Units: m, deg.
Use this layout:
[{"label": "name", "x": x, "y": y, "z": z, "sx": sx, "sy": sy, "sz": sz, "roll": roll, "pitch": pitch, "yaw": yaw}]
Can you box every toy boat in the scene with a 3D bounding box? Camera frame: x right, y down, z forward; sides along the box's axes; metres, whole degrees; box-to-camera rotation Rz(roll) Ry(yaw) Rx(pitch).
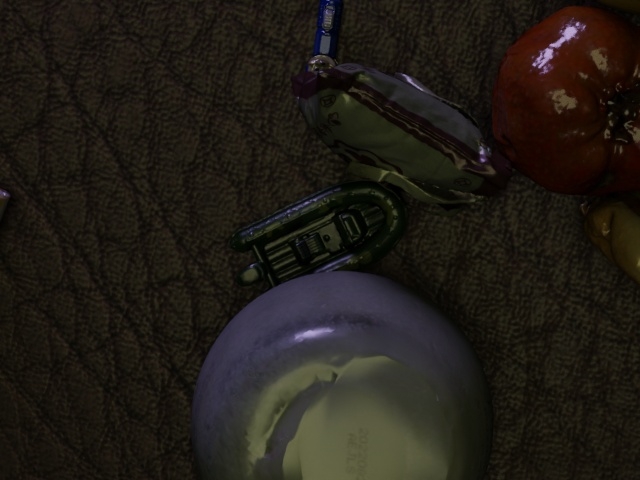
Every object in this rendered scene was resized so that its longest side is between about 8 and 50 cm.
[{"label": "toy boat", "x": 0.000, "y": 0.000, "z": 1.870, "sx": 0.210, "sy": 0.052, "sz": 0.104, "roll": -25, "pitch": 90, "yaw": 6}]

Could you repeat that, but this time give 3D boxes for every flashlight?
[{"label": "flashlight", "x": 0.006, "y": -0.221, "z": 1.859, "sx": 0.057, "sy": 0.035, "sz": 0.121, "roll": 9, "pitch": 96, "yaw": 3}]

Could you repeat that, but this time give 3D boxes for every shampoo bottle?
[{"label": "shampoo bottle", "x": 0.021, "y": 0.196, "z": 1.753, "sx": 0.322, "sy": 0.317, "sz": 0.323, "roll": 0, "pitch": 95, "yaw": 6}]

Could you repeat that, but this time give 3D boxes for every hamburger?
[{"label": "hamburger", "x": 0.447, "y": 0.032, "z": 1.770, "sx": 0.330, "sy": 0.209, "sz": 0.162, "roll": 39, "pitch": 96, "yaw": -2}]

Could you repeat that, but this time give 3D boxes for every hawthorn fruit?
[{"label": "hawthorn fruit", "x": 0.261, "y": -0.144, "z": 1.762, "sx": 0.207, "sy": 0.243, "sz": 0.208, "roll": -4, "pitch": 101, "yaw": -23}]

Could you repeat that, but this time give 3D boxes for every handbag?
[{"label": "handbag", "x": 0.076, "y": -0.111, "z": 1.766, "sx": 0.235, "sy": 0.213, "sz": 0.127, "roll": 35, "pitch": 83, "yaw": -8}]

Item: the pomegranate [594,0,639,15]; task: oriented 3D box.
[{"label": "pomegranate", "x": 0.366, "y": -0.389, "z": 1.695, "sx": 0.332, "sy": 0.332, "sz": 0.333, "roll": 0, "pitch": 95, "yaw": 3}]

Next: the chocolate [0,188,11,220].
[{"label": "chocolate", "x": -0.426, "y": 0.033, "z": 1.885, "sx": 0.085, "sy": 0.085, "sz": 0.219, "roll": 23, "pitch": 96, "yaw": 1}]
